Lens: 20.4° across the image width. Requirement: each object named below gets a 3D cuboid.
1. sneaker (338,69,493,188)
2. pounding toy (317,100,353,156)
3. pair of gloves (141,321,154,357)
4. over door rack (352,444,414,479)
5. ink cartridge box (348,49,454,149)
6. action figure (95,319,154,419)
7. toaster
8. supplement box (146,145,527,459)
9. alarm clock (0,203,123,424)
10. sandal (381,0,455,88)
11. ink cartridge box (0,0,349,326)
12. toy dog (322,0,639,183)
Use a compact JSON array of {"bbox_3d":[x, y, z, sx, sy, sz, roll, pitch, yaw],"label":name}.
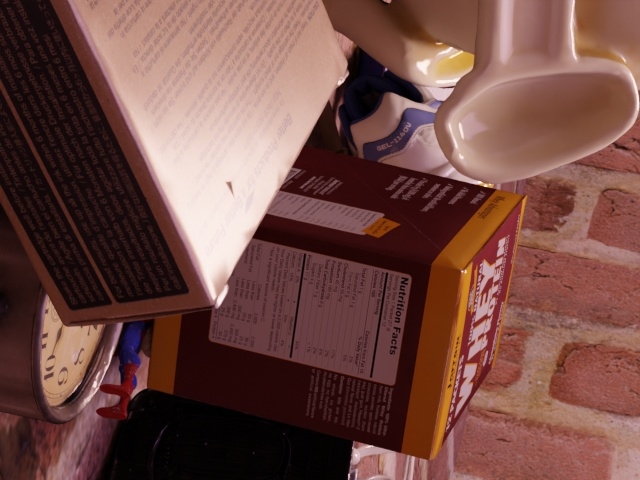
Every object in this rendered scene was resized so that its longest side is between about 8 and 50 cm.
[{"bbox_3d":[0.079,-0.103,1.564,0.112,0.131,0.296,-40,-169,5],"label":"sneaker"},{"bbox_3d":[0.000,0.000,1.570,0.183,0.110,0.237,58,13,-58],"label":"pounding toy"},{"bbox_3d":[-0.068,-0.048,1.266,0.204,0.042,0.240,-36,135,-74],"label":"pair of gloves"},{"bbox_3d":[0.072,0.375,2.122,0.324,0.108,0.239,-103,-163,-63],"label":"over door rack"},{"bbox_3d":[0.095,-0.139,1.875,0.371,0.069,0.175,-38,137,-66],"label":"ink cartridge box"},{"bbox_3d":[-0.122,0.061,1.138,0.115,0.030,0.038,-74,174,-46],"label":"action figure"},{"bbox_3d":[-0.068,0.196,1.198,0.110,0.186,0.168,87,10,-58],"label":"toaster"},{"bbox_3d":[0.015,0.031,1.179,0.191,0.194,0.129,-42,143,-66],"label":"supplement box"},{"bbox_3d":[-0.147,0.026,0.885,0.192,0.064,0.129,-23,123,-79],"label":"alarm clock"},{"bbox_3d":[0.096,-0.168,1.611,0.067,0.179,0.040,-22,135,-44],"label":"sandal"},{"bbox_3d":[-0.084,-0.103,0.852,0.234,0.088,0.193,-63,138,-53],"label":"ink cartridge box"},{"bbox_3d":[0.173,-0.275,1.482,0.408,0.395,0.284,-131,-152,-61],"label":"toy dog"}]
